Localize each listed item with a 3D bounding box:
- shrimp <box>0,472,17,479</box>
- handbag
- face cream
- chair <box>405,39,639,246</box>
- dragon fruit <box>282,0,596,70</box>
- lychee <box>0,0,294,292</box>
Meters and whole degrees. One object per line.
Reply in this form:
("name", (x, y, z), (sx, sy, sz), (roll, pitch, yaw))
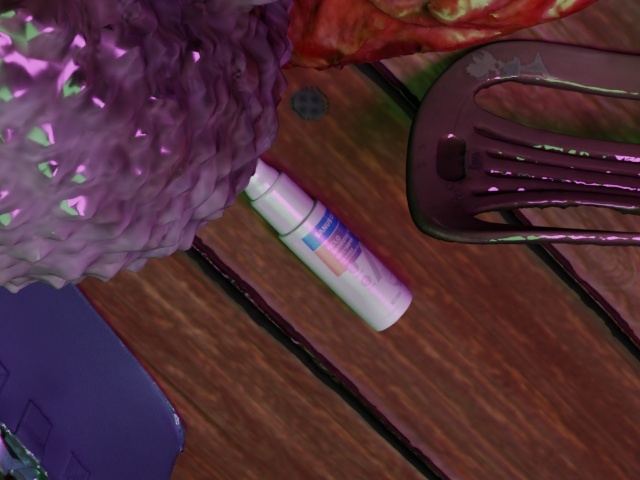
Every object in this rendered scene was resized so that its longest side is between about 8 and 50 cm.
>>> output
("shrimp", (-0.247, 0.244, 1.074), (0.172, 0.137, 0.372), (27, 120, 37))
("handbag", (-0.170, 0.088, 0.950), (0.057, 0.144, 0.221), (-24, 113, 19))
("face cream", (0.000, 0.000, 0.935), (0.034, 0.034, 0.130), (-38, 107, 26))
("chair", (0.221, -0.075, 0.777), (0.326, 0.176, 0.183), (10, 130, -4))
("dragon fruit", (0.053, -0.200, 0.743), (0.317, 0.152, 0.205), (-19, 114, 20))
("lychee", (-0.149, -0.112, 0.685), (0.300, 0.300, 0.300), (4, 121, 7))
